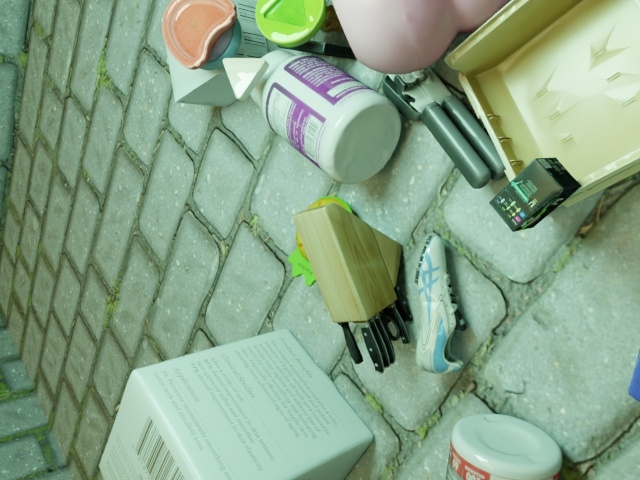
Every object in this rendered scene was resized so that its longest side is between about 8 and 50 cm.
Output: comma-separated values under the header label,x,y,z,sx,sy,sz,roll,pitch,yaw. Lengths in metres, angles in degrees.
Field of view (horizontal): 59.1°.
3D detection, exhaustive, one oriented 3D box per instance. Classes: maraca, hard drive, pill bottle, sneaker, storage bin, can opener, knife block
label,x,y,z,sx,sy,sz,roll,pitch,yaw
maraca,0.000,0.000,1.125,0.127,0.099,0.185,31,98,38
hard drive,-0.006,-0.373,1.095,0.135,0.094,0.022,25,114,41
pill bottle,-0.005,-0.245,1.057,0.301,0.169,0.169,44,124,37
sneaker,0.206,0.109,0.966,0.086,0.085,0.237,-1,91,20
storage bin,0.332,-0.198,0.754,0.260,0.123,0.262,-34,72,42
can opener,0.204,-0.198,0.936,0.280,0.074,0.093,57,165,26
knife block,0.055,0.094,1.002,0.088,0.276,0.242,-13,57,46
pill bottle,0.269,0.433,0.876,0.161,0.161,0.283,15,106,44

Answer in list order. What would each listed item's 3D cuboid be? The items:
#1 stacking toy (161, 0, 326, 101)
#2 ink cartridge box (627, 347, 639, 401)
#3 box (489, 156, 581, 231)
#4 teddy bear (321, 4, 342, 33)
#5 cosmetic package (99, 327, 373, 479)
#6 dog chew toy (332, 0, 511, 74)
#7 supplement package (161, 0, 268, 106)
label,x,y,z,sx,sy,sz,roll,pitch,yaw
stacking toy,-0.127,-0.421,1.092,0.309,0.130,0.279,-44,74,10
ink cartridge box,0.416,0.014,0.500,0.151,0.396,0.269,20,110,42
box,0.268,-0.057,0.707,0.052,0.062,0.083,57,131,22
teddy bear,0.055,-0.492,1.008,0.245,0.113,0.337,-18,82,48
cosmetic package,-0.177,0.438,1.167,0.329,0.394,0.327,46,125,32
dog chew toy,0.184,-0.378,0.801,0.332,0.206,0.206,-23,77,13
supplement package,-0.237,-0.436,1.284,0.194,0.149,0.203,-12,87,46
